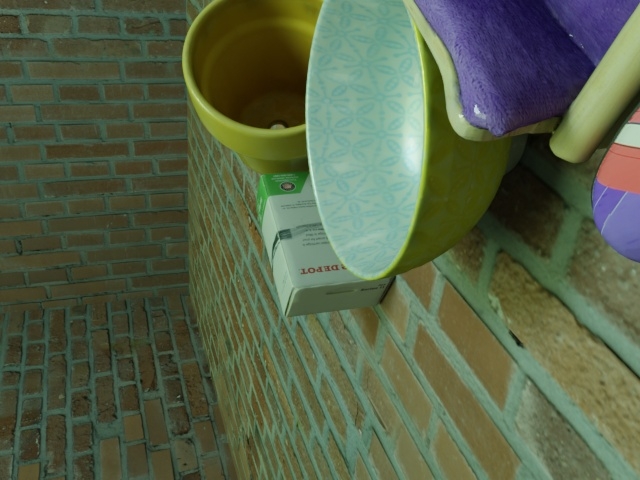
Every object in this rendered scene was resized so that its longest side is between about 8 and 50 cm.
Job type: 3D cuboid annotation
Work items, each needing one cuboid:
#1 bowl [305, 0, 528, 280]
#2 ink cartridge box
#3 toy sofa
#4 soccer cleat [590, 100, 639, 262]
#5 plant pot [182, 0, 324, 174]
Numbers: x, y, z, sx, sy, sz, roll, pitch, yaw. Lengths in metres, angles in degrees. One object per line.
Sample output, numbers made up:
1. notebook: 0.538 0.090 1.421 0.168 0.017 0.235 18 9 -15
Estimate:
1. bowl: 0.101 -0.112 0.618 0.289 0.156 0.289 175 90 -71
2. ink cartridge box: 0.000 0.000 0.955 0.086 0.153 0.208 108 152 -51
3. toy sofa: 0.141 -0.235 0.439 0.150 0.177 0.362 110 149 -51
4. soccer cleat: 0.218 -0.048 0.251 0.108 0.116 0.318 44 150 -2
5. plant pot: -0.066 -0.216 0.986 0.239 0.254 0.253 95 165 -71
